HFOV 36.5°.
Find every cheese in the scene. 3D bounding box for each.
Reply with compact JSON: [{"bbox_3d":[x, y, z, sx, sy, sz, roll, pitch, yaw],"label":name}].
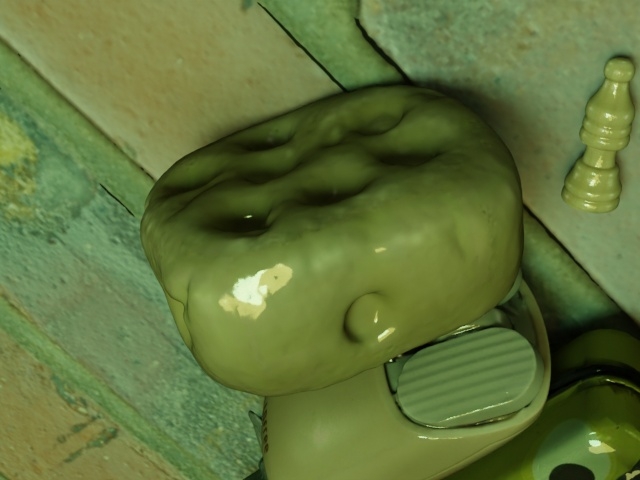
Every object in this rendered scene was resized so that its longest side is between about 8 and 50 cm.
[{"bbox_3d":[0.000,0.000,0.562,0.235,0.218,0.117,3,123,40],"label":"cheese"}]

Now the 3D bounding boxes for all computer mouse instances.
[{"bbox_3d":[0.044,0.097,0.652,0.236,0.145,0.082,-32,133,33],"label":"computer mouse"}]

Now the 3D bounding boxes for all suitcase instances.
[{"bbox_3d":[0.181,0.178,0.671,0.194,0.143,0.235,40,125,-12],"label":"suitcase"}]

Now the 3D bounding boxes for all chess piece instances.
[{"bbox_3d":[0.169,-0.064,0.577,0.035,0.035,0.092,10,122,9],"label":"chess piece"}]

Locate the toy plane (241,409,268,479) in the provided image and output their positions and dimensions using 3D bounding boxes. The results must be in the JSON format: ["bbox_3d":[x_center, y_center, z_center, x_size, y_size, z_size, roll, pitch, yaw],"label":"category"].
[{"bbox_3d":[0.034,0.255,0.748,0.267,0.088,0.212,27,136,38],"label":"toy plane"}]
